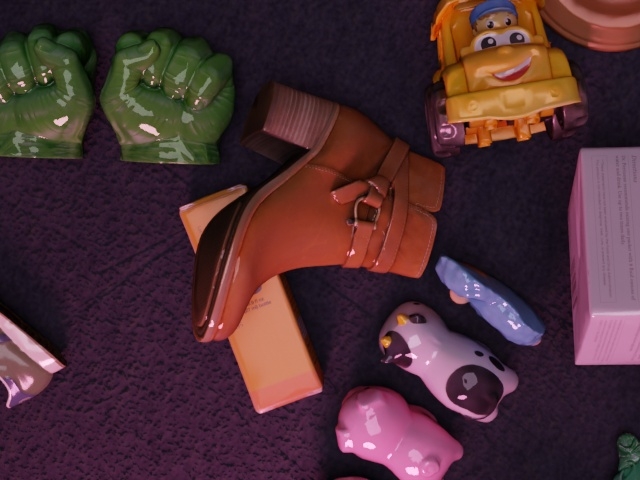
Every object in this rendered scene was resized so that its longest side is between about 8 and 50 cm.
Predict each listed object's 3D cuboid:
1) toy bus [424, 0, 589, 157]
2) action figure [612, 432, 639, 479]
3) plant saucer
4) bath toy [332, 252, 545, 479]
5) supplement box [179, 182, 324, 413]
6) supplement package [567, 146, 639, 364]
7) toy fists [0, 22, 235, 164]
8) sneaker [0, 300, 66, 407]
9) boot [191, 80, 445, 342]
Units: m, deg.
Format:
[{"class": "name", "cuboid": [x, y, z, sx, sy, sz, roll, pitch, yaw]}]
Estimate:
[{"class": "toy bus", "cuboid": [0.172, -0.197, 1.506, 0.149, 0.220, 0.211, -7, 89, 2]}, {"class": "action figure", "cuboid": [0.371, 0.308, 1.610, 0.137, 0.063, 0.232, -24, 84, -1]}, {"class": "plant saucer", "cuboid": [0.304, -0.295, 1.572, 0.200, 0.037, 0.200, 0, 96, 5]}, {"class": "bath toy", "cuboid": [0.083, 0.186, 1.592, 0.151, 0.129, 0.348, 35, 98, 34]}, {"class": "supplement box", "cuboid": [-0.070, 0.058, 1.616, 0.078, 0.080, 0.233, -20, 96, 5]}, {"class": "supplement package", "cuboid": [0.398, 0.017, 1.501, 0.293, 0.175, 0.178, -1, 69, 5]}, {"class": "toy fists", "cuboid": [-0.228, -0.155, 1.596, 0.279, 0.096, 0.142, 2, 95, 5]}, {"class": "sneaker", "cuboid": [-0.372, 0.101, 1.646, 0.192, 0.064, 0.086, 41, 92, -4]}, {"class": "boot", "cuboid": [0.000, 0.000, 1.550, 0.220, 0.109, 0.283, 24, 70, -21]}]
